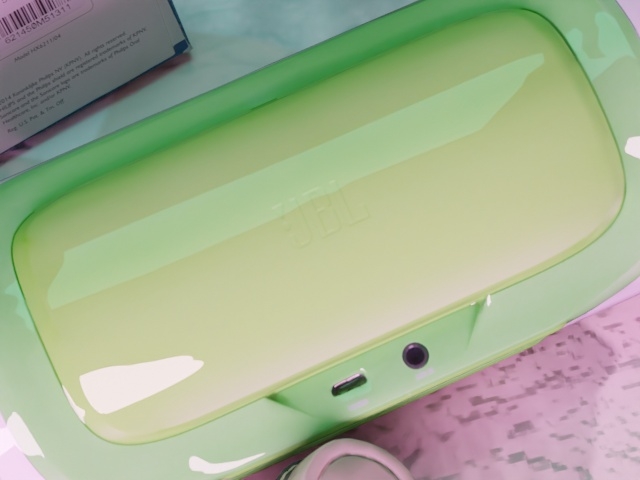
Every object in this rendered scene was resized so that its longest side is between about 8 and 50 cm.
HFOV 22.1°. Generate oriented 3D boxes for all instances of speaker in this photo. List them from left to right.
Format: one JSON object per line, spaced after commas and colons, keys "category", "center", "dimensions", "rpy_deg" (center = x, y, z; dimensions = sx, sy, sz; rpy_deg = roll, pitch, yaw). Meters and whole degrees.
{"category": "speaker", "center": [0.000, 0.000, 0.569], "dimensions": [0.296, 0.131, 0.131], "rpy_deg": [-24, 48, -5]}

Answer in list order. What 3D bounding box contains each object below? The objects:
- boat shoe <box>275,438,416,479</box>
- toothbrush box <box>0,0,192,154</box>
{"category": "boat shoe", "center": [-0.008, 0.163, 0.491], "dimensions": [0.065, 0.075, 0.206], "rpy_deg": [-36, 37, 46]}
{"category": "toothbrush box", "center": [-0.228, -0.156, 0.767], "dimensions": [0.216, 0.126, 0.295], "rpy_deg": [-30, 48, -9]}
